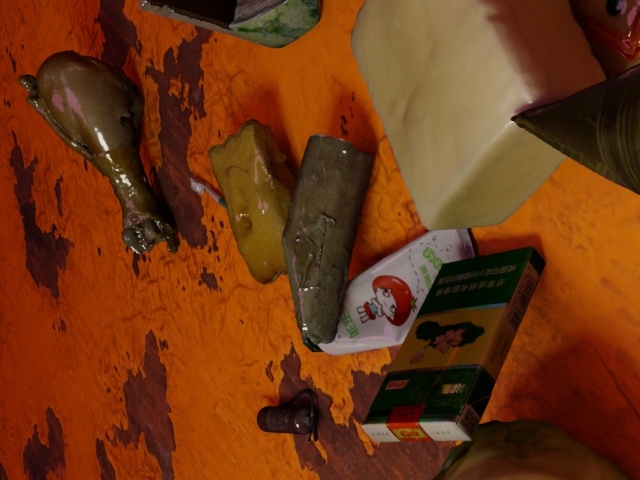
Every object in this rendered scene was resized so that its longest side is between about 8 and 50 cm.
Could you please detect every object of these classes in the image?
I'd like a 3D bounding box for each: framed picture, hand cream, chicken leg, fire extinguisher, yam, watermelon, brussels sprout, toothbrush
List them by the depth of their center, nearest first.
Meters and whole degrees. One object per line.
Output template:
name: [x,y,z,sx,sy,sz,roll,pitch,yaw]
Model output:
brussels sprout: [0.191,0.306,0.920,0.227,0.259,0.294,25,162,14]
hand cream: [0.088,0.079,1.206,0.336,0.076,0.121,-30,75,48]
yam: [0.000,0.000,1.212,0.106,0.106,0.259,11,87,54]
framed picture: [-0.167,-0.383,1.264,0.020,0.289,0.211,-21,81,29]
watermelon: [-0.070,-0.334,1.286,0.121,0.098,0.158,-44,59,15]
fire extinguisher: [-0.044,0.274,1.463,0.157,0.045,0.078,-15,64,57]
toothbrush: [-0.156,-0.059,1.557,0.257,0.018,0.024,32,127,48]
chicken leg: [-0.388,-0.159,1.741,0.152,0.201,0.429,-23,93,47]

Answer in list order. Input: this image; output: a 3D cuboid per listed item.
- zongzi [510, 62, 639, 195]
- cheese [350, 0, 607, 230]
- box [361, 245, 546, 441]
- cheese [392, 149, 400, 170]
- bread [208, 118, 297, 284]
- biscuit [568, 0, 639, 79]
zongzi: [0.334,-0.167,0.596,0.432,0.207,0.404,32,127,36]
cheese: [0.149,-0.178,0.952,0.242,0.123,0.266,118,138,-58]
box: [0.142,0.108,0.981,0.132,0.235,0.034,-14,125,46]
cheese: [0.106,-0.170,1.120,0.097,0.037,0.192,-29,75,54]
bread: [-0.081,-0.055,1.391,0.160,0.088,0.233,-21,84,61]
biscuit: [0.273,-0.188,0.872,0.166,0.036,0.226,48,136,37]
